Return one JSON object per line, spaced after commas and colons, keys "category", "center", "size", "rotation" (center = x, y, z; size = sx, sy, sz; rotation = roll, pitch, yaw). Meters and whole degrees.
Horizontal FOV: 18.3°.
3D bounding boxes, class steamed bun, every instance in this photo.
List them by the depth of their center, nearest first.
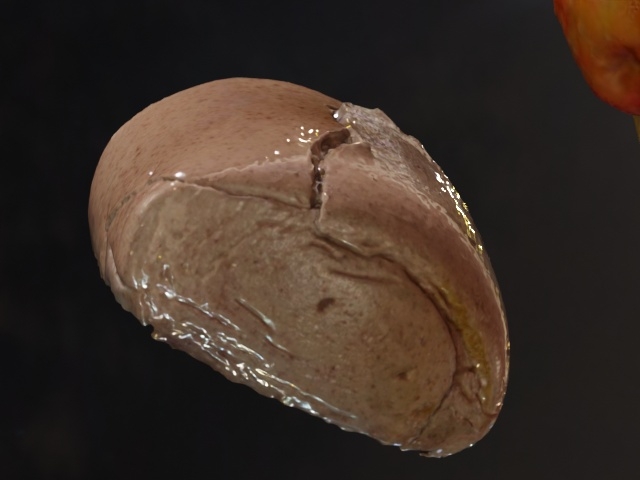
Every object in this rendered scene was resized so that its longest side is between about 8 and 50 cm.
{"category": "steamed bun", "center": [0.000, 0.000, 1.392], "size": [0.301, 0.251, 0.199], "rotation": [24, -83, -18]}

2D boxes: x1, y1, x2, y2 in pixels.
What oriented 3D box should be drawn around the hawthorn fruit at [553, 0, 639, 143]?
{"category": "hawthorn fruit", "center": [0.222, -0.152, 1.067], "size": [0.262, 0.210, 0.210], "rotation": [-59, -25, 13]}
